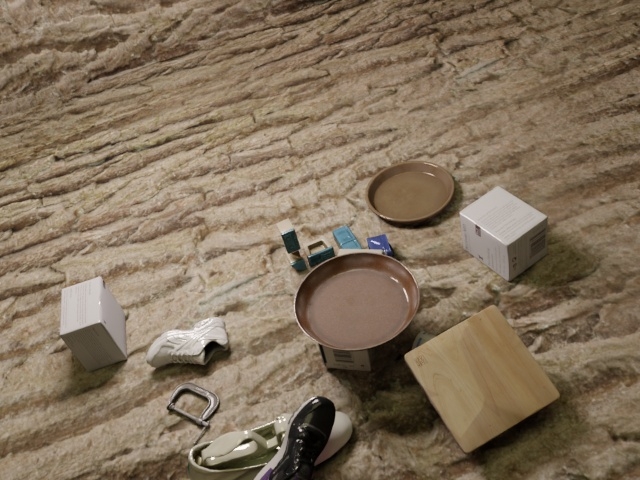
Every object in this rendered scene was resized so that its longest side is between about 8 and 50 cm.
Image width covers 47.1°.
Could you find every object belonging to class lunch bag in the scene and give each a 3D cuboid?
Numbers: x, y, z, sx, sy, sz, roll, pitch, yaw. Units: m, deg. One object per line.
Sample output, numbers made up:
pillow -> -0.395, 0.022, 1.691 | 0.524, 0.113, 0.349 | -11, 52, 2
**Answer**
lunch bag -> 0.176, 0.031, 2.109 | 0.065, 0.067, 0.098 | -16, 45, 0

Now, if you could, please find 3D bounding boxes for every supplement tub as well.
supplement tub -> 0.289, 0.275, 1.833 | 0.107, 0.071, 0.071 | 19, 54, 30

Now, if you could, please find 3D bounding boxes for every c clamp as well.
c clamp -> -0.334, 0.431, 1.885 | 0.161, 0.022, 0.137 | 23, 56, 32

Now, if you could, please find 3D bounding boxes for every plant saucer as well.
plant saucer -> 0.090, 0.155, 1.810 | 0.311, 0.050, 0.310 | -7, 46, 7
plant saucer -> 0.277, -0.146, 2.279 | 0.278, 0.041, 0.277 | -8, 45, 8

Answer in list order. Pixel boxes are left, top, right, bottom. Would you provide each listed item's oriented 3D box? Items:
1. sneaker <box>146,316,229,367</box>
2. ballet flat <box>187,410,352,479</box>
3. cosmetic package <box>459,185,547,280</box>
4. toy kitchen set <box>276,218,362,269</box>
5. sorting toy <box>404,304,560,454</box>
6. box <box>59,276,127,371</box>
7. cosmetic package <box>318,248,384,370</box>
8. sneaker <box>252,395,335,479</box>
sneaker -> -0.355, 0.295, 1.982 | 0.232, 0.090, 0.115 | -24, 48, -7
ballet flat -> -0.121, 0.475, 1.705 | 0.401, 0.139, 0.139 | -18, 44, -3
cosmetic package -> 0.501, -0.020, 2.011 | 0.151, 0.151, 0.184 | -33, 46, -17
toy kitchen set -> 0.000, 0.000, 2.119 | 0.207, 0.166, 0.122 | -23, 44, -7
sorting toy -> 0.366, 0.325, 1.704 | 0.256, 0.089, 0.257 | -28, 66, -10
box -> -0.631, 0.233, 2.051 | 0.119, 0.181, 0.181 | -18, 44, 0
cosmetic package -> 0.089, 0.177, 1.930 | 0.129, 0.153, 0.296 | 2, 46, 16
sneaker -> -0.038, 0.480, 1.598 | 0.283, 0.107, 0.124 | -59, 21, -7
